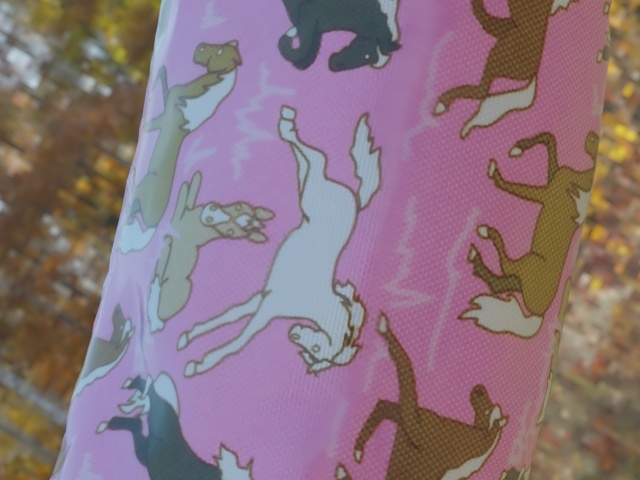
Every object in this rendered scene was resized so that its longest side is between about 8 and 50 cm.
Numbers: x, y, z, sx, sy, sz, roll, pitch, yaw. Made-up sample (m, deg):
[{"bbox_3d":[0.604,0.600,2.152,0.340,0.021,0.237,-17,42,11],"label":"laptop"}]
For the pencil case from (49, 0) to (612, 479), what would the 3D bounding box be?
[{"bbox_3d":[0.000,0.000,0.688,0.167,0.160,0.386,-5,73,66],"label":"pencil case"}]
